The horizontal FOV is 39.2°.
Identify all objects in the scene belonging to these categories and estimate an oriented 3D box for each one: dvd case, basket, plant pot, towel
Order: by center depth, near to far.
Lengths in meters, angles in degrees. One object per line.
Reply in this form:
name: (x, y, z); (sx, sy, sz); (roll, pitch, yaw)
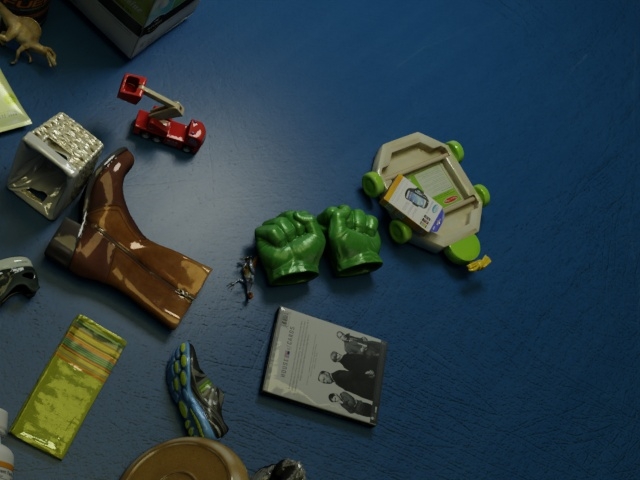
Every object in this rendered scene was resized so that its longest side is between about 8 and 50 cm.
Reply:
plant pot: (-0.232, 0.413, 1.456); (0.236, 0.032, 0.236); (-6, 45, 6)
towel: (-0.427, 0.246, 1.533); (0.102, 0.021, 0.237); (29, 57, -9)
basket: (-0.475, -0.134, 1.611); (0.113, 0.167, 0.103); (38, 50, -5)
dvd case: (0.011, 0.244, 1.737); (0.238, 0.029, 0.179); (20, 59, -15)

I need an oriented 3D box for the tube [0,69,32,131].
tube: (-0.632, -0.311, 1.685); (0.070, 0.062, 0.240); (-27, 83, 8)

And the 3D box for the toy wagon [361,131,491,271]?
toy wagon: (0.253, -0.074, 1.985); (0.267, 0.068, 0.344); (-23, 78, -32)

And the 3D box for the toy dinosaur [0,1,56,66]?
toy dinosaur: (-0.585, -0.400, 1.720); (0.183, 0.092, 0.053); (49, 19, -33)

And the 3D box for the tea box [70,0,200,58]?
tea box: (-0.382, -0.606, 1.758); (0.329, 0.323, 0.220); (44, 56, -2)

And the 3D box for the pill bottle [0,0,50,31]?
pill bottle: (-0.567, -0.508, 1.696); (0.130, 0.246, 0.130); (10, 62, -20)

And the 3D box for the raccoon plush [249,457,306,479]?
raccoon plush: (-0.068, 0.580, 1.496); (0.446, 0.216, 0.299); (-42, 104, -5)

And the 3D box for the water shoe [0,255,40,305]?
water shoe: (-0.572, 0.089, 1.509); (0.203, 0.073, 0.080); (-22, 79, -31)

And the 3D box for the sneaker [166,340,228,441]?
sneaker: (-0.217, 0.272, 1.604); (0.078, 0.067, 0.188); (-3, 64, -50)

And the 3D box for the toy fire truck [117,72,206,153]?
toy fire truck: (-0.307, -0.245, 1.758); (0.192, 0.135, 0.047); (18, 60, -17)

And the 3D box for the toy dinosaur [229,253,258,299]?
toy dinosaur: (-0.134, 0.071, 1.748); (0.090, 0.047, 0.082); (-16, 92, -41)

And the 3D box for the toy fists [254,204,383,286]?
toy fists: (0.000, 0.000, 1.812); (0.279, 0.096, 0.142); (-8, 69, -27)

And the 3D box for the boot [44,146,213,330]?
boot: (-0.322, -0.010, 1.662); (0.280, 0.096, 0.264); (30, 57, -11)

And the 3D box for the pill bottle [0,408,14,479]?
pill bottle: (-0.536, 0.377, 1.347); (0.136, 0.136, 0.246); (9, 62, -21)

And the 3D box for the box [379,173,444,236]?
box: (0.198, -0.070, 1.899); (0.136, 0.028, 0.081); (38, 56, -7)
